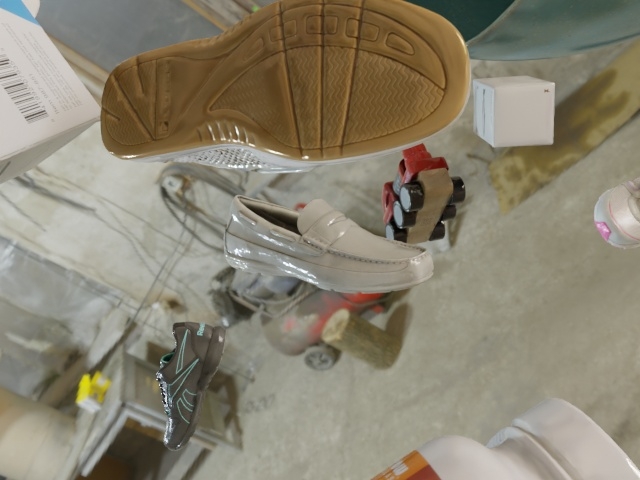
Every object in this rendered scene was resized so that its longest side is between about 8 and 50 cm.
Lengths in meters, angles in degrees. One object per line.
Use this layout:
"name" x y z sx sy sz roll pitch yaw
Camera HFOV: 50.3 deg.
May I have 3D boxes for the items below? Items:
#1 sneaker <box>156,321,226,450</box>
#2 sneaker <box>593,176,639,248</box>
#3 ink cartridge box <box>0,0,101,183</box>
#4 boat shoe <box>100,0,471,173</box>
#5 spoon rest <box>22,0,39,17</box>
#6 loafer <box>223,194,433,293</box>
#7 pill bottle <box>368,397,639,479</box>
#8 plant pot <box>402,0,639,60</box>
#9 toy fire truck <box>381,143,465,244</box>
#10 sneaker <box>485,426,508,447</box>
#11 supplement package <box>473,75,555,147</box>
"sneaker" -0.263 0.272 1.299 0.101 0.106 0.267 -120 49 -74
"sneaker" 0.529 -0.073 1.033 0.252 0.102 0.111 -26 -13 -16
"ink cartridge box" -0.367 -0.134 0.572 0.129 0.223 0.307 -28 13 23
"boat shoe" -0.022 -0.093 0.451 0.277 0.096 0.098 3 88 34
"spoon rest" -0.544 -0.294 1.072 0.276 0.084 0.137 -31 48 10
"loafer" 0.000 0.000 0.933 0.320 0.112 0.111 8 106 27
"pill bottle" 0.045 0.167 0.306 0.216 0.121 0.121 -31 22 -7
"plant pot" 0.199 -0.253 0.457 0.290 0.196 0.290 -173 90 -72
"toy fire truck" 0.164 -0.132 1.414 0.217 0.159 0.246 103 154 -59
"sneaker" 0.364 0.441 1.181 0.101 0.153 0.268 -54 -1 20
"supplement package" 0.342 -0.235 1.225 0.179 0.105 0.105 -88 -5 -73
